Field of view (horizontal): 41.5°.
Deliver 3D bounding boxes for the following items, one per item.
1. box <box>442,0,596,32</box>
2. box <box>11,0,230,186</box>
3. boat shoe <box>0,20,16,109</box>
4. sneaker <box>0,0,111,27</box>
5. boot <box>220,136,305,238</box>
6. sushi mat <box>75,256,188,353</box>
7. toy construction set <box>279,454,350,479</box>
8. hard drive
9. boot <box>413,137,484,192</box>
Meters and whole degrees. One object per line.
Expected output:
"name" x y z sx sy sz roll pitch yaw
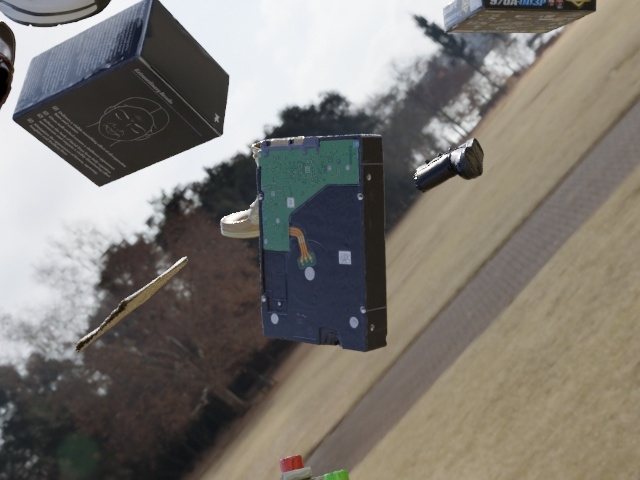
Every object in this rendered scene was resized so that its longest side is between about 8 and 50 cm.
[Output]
"box" 0.356 -0.418 1.526 0.175 0.220 0.051 -177 85 -77
"box" -0.462 -0.339 1.985 0.395 0.293 0.212 -17 50 26
"boat shoe" -0.430 -0.208 1.093 0.073 0.073 0.207 -14 55 27
"sneaker" -0.669 -0.613 1.789 0.257 0.448 0.169 84 -159 -55
"boot" -0.127 -0.118 1.879 0.262 0.203 0.095 -11 26 19
"sushi mat" -0.362 0.118 1.647 0.151 0.019 0.316 -40 3 17
"toy construction set" 0.041 0.385 0.958 0.151 0.327 0.215 -30 -19 3
"hard drive" 0.000 0.000 1.381 0.237 0.339 0.064 2 6 42
"boot" 0.179 -0.099 1.200 0.099 0.045 0.121 -27 13 25
